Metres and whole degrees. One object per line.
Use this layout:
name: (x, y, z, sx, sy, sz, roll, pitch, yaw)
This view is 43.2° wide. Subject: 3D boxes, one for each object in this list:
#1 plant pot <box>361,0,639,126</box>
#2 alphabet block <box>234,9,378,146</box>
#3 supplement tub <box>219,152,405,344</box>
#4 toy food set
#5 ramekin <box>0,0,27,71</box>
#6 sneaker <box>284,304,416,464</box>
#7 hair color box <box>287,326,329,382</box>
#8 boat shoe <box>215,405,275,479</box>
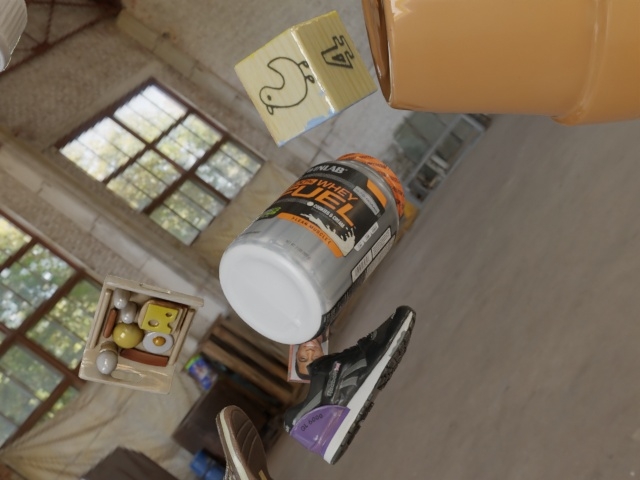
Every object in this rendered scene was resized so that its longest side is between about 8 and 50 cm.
plant pot: (0.138, -0.222, 0.650, 0.203, 0.291, 0.291, -11, 1, 0)
alphabet block: (-0.029, -0.346, 1.727, 0.192, 0.197, 0.193, -25, 9, 38)
supplement tub: (0.000, 0.000, 1.289, 0.316, 0.193, 0.194, -48, -3, -43)
toy food set: (-0.410, 0.222, 1.837, 0.092, 0.219, 0.306, -96, 26, -51)
ramekin: (-0.694, -0.459, 1.559, 0.127, 0.272, 0.273, -61, 4, -22)
sneaker: (0.045, 0.205, 1.301, 0.283, 0.124, 0.107, -55, -16, -18)
hair color box: (-0.022, 0.199, 1.542, 0.043, 0.071, 0.141, 127, 148, -71)
boat shoe: (-0.157, 0.457, 1.594, 0.095, 0.258, 0.095, -25, -3, 23)
